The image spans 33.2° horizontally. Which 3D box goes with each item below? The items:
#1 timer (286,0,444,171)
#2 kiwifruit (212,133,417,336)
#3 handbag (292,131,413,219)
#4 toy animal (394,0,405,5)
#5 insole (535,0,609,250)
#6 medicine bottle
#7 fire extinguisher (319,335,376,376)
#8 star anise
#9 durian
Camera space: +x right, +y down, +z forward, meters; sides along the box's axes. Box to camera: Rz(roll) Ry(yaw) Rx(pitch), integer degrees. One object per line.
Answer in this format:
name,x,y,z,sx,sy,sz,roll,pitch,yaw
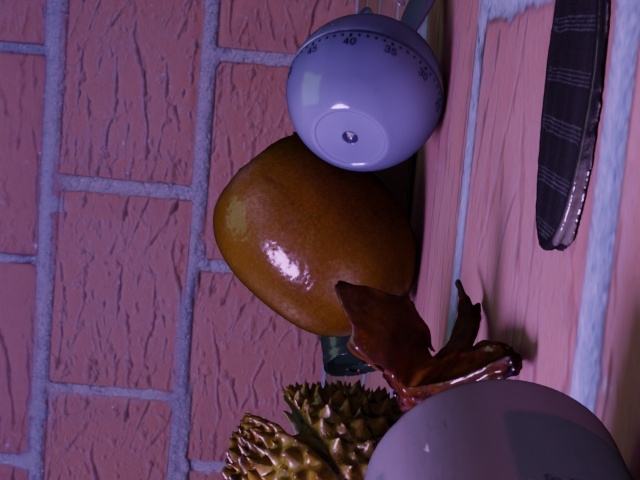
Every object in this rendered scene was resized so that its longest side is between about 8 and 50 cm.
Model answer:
timer,0.067,-0.168,1.114,0.255,0.175,0.175,-42,-35,-51
kiwifruit,0.000,0.000,1.171,0.196,0.234,0.196,-51,-2,-3
handbag,0.035,-0.076,1.296,0.072,0.151,0.193,-87,3,-82
toy animal,0.030,-0.356,1.098,0.367,0.196,0.241,-69,-28,-53
insole,0.138,-0.148,0.566,0.110,0.012,0.309,-90,4,-80
medicine bottle,0.071,0.172,0.291,0.352,0.110,0.110,-91,6,-66
fire extinguisher,0.033,0.024,1.388,0.118,0.093,0.294,-34,52,41
star anise,0.099,0.075,0.718,0.140,0.144,0.158,34,142,35
durian,0.045,0.214,0.809,0.237,0.138,0.193,48,-148,-25
